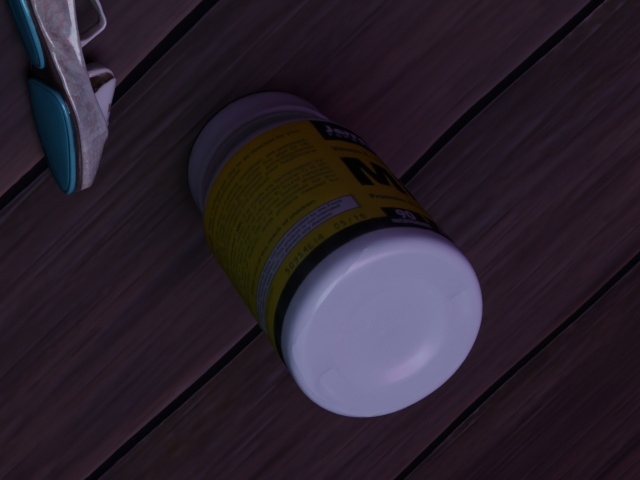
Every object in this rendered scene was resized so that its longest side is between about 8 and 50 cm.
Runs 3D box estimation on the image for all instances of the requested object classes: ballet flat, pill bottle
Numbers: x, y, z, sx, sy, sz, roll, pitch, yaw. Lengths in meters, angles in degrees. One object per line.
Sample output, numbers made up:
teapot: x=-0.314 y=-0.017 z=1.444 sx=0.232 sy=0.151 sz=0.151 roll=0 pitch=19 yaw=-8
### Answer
ballet flat: x=-0.142 y=-0.102 z=1.043 sx=0.052 sy=0.057 sz=0.168 roll=-26 pitch=128 yaw=-22
pill bottle: x=0.000 y=0.000 z=1.076 sx=0.119 sy=0.208 sz=0.119 roll=-13 pitch=125 yaw=-19
